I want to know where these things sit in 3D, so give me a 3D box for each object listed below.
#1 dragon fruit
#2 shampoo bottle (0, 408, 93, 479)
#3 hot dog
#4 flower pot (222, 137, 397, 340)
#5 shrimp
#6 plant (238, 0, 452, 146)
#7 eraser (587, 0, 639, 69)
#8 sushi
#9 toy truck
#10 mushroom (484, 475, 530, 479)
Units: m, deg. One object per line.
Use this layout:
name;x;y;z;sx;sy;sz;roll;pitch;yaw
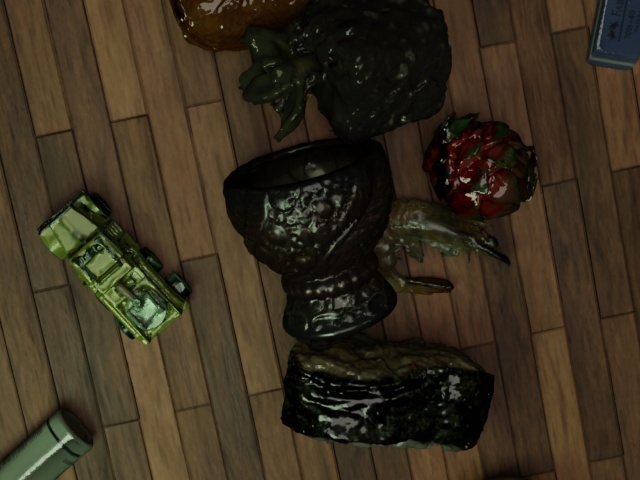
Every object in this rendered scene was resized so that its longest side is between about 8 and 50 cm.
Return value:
dragon fruit;0.260;-0.116;1.805;0.189;0.182;0.182;26;94;11
shampoo bottle;-0.499;0.394;1.839;0.262;0.085;0.085;-42;98;1
hot dog;-0.111;-0.409;1.763;0.272;0.122;0.196;-22;100;-12
flower pot;0.000;0.000;1.759;0.267;0.266;0.267;-15;107;-3
shrimp;0.187;0.023;1.873;0.253;0.058;0.173;23;102;-4
plant;0.029;-0.271;1.716;0.313;0.215;0.213;-8;137;-19
eraser;0.507;-0.400;1.857;0.082;0.036;0.224;10;95;-8
sushi;0.108;0.246;1.818;0.350;0.211;0.170;6;92;-11
toy truck;-0.331;0.044;1.789;0.128;0.135;0.259;-41;95;0
mushroom;0.319;0.512;1.878;0.227;0.178;0.226;0;87;-7
